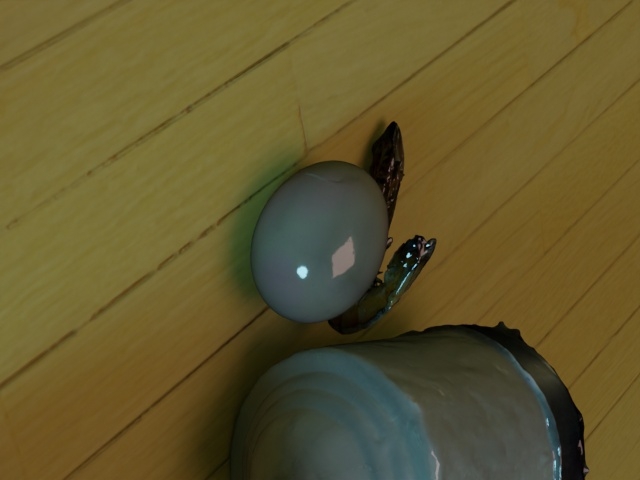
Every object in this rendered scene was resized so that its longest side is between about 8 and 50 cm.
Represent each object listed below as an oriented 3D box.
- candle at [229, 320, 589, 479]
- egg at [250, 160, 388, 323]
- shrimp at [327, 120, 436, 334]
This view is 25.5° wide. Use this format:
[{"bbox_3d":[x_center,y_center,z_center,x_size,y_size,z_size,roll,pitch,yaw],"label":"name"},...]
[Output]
[{"bbox_3d":[0.060,0.181,1.157,0.343,0.221,0.221,1,101,-52],"label":"candle"},{"bbox_3d":[0.000,0.000,1.108,0.103,0.103,0.135,44,65,-51],"label":"egg"},{"bbox_3d":[0.059,-0.014,1.165,0.035,0.148,0.195,21,77,-18],"label":"shrimp"}]
